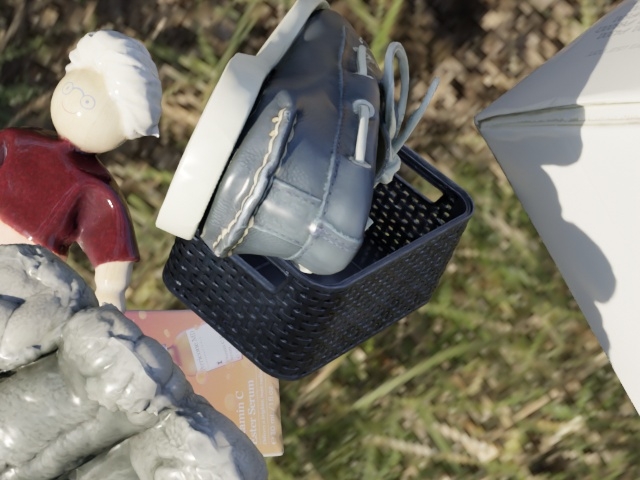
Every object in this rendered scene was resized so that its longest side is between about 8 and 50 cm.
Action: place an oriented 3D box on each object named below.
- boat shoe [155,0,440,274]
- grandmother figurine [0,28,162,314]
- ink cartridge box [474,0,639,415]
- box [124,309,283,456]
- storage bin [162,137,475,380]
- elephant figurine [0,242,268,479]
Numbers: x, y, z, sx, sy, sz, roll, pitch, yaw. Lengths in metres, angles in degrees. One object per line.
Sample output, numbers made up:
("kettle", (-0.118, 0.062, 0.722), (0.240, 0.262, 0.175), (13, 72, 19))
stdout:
("boat shoe", (-0.003, -0.045, 0.736), (0.079, 0.254, 0.095), (27, 102, -1))
("grandmother figurine", (-0.230, -0.009, 1.396), (0.208, 0.104, 0.342), (31, 90, 9))
("ink cartridge box", (0.304, -0.052, 0.861), (0.384, 0.160, 0.279), (-38, 106, -22))
("box", (-0.127, 0.127, 1.539), (0.170, 0.091, 0.130), (1, 82, -40))
("storage bin", (0.000, 0.000, 1.170), (0.122, 0.084, 0.180), (39, 38, 20))
("elephant figurine", (-0.143, 0.127, 0.629), (0.169, 0.186, 0.239), (40, 78, 24))
